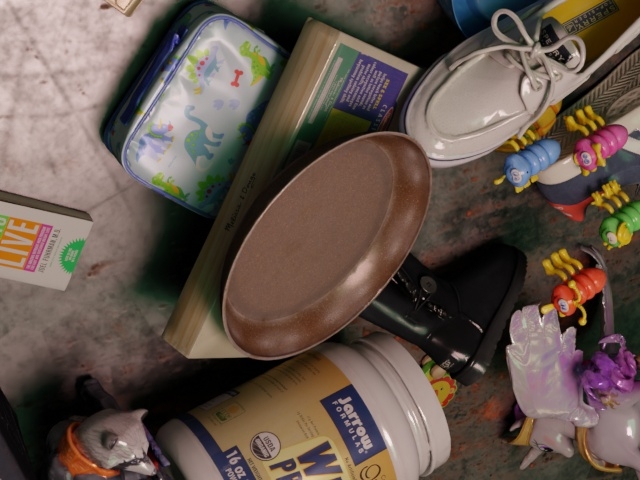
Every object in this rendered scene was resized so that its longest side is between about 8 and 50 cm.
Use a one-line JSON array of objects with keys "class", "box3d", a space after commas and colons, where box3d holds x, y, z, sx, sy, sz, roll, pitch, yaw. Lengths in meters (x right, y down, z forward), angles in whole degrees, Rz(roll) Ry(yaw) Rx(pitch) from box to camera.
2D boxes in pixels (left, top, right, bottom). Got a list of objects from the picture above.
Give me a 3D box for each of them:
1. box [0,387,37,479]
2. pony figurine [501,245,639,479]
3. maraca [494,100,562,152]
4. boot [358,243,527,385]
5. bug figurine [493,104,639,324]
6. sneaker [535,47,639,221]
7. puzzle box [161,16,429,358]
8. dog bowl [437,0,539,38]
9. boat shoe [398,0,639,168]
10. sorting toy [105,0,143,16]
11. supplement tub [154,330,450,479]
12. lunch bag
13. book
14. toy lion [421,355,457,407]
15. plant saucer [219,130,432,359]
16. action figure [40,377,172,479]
[{"class": "box", "box3d": [-0.452, 0.156, 1.137, 0.212, 0.293, 0.395, -27, 122, -14]}, {"class": "pony figurine", "box3d": [0.415, 0.220, 1.600, 0.303, 0.364, 0.350, -25, 120, -44]}, {"class": "maraca", "box3d": [0.264, -0.189, 1.453, 0.127, 0.099, 0.185, -4, 136, -44]}, {"class": "boot", "box3d": [0.158, 0.049, 1.512, 0.207, 0.094, 0.246, 36, 52, -10]}, {"class": "bug figurine", "box3d": [0.329, -0.043, 1.426, 0.216, 0.072, 0.279, -36, 115, -24]}, {"class": "sneaker", "box3d": [0.450, -0.158, 1.567, 0.350, 0.131, 0.148, -33, 125, 0]}, {"class": "puzzle box", "box3d": [-0.010, -0.046, 1.354, 0.272, 0.052, 0.408, 10, 109, -57]}, {"class": "dog bowl", "box3d": [0.275, -0.344, 1.415, 0.297, 0.074, 0.165, -19, 120, -18]}, {"class": "boat shoe", "box3d": [0.255, -0.212, 1.299, 0.367, 0.156, 0.135, -31, 88, -9]}, {"class": "sorting toy", "box3d": [-0.208, -0.293, 1.224, 0.062, 0.012, 0.083, 35, 98, -30]}, {"class": "supplement tub", "box3d": [-0.020, 0.265, 1.399, 0.316, 0.228, 0.228, -26, 122, -20]}, {"class": "lunch bag", "box3d": [-0.130, -0.150, 1.284, 0.176, 0.090, 0.219, 28, 98, -35]}, {"class": "book", "box3d": [-0.344, -0.001, 1.281, 0.144, 0.035, 0.096, 14, 109, -33]}, {"class": "toy lion", "box3d": [0.152, 0.220, 1.643, 0.100, 0.034, 0.096, -29, 130, -13]}, {"class": "plant saucer", "box3d": [0.000, 0.000, 1.282, 0.311, 0.050, 0.310, -33, 145, -27]}, {"class": "action figure", "box3d": [-0.255, 0.341, 1.299, 0.179, 0.341, 0.330, -7, 127, -44]}]
